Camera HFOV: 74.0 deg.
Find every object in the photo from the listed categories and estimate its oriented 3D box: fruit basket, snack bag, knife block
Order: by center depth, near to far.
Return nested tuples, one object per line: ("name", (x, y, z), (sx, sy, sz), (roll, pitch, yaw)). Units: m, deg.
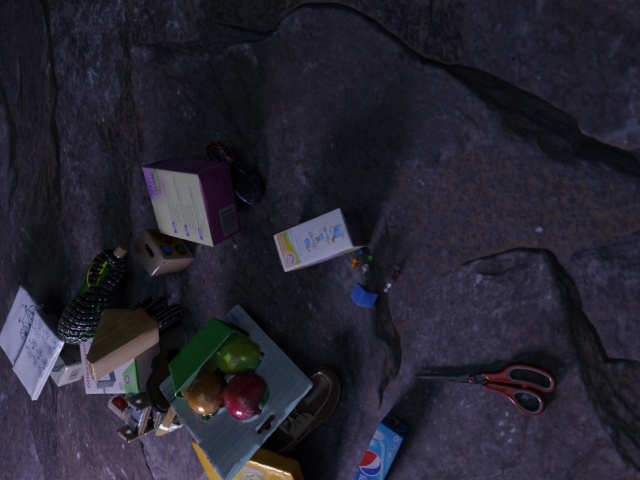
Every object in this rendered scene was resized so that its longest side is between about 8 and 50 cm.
("fruit basket", (-0.237, 0.398, 1.164), (0.353, 0.165, 0.327), (38, 82, 27))
("knife block", (-0.548, 0.288, 1.300), (0.242, 0.275, 0.088), (3, 127, -11))
("snack bag", (-1.111, 0.378, 1.611), (0.343, 0.037, 0.323), (41, 110, 21))

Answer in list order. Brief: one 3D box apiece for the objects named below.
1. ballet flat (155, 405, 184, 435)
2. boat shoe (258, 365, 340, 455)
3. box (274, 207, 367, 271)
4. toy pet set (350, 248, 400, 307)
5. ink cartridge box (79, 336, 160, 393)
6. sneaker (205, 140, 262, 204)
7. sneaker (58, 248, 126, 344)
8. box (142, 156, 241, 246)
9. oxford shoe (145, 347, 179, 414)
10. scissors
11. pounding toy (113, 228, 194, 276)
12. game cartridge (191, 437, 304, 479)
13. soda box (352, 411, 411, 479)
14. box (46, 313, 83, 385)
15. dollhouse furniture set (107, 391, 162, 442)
("ballet flat", (-0.443, 0.540, 1.327), (0.073, 0.080, 0.232), (34, 106, 11))
("boat shoe", (-0.063, 0.474, 1.138), (0.123, 0.116, 0.324), (40, 107, 21))
("box", (0.000, 0.000, 1.104), (0.203, 0.114, 0.103), (-21, 82, 24))
("toy pet set", (0.117, 0.102, 1.064), (0.122, 0.065, 0.114), (29, 108, 15))
("ink cartridge box", (-0.683, 0.411, 1.453), (0.273, 0.115, 0.198), (-12, 84, 27))
("sneaker", (-0.249, -0.196, 1.257), (0.083, 0.087, 0.221), (-37, 87, -11))
("sneaker", (-0.783, 0.195, 1.472), (0.146, 0.134, 0.343), (-4, 60, 58))
("box", (-0.372, -0.119, 1.237), (0.243, 0.117, 0.213), (11, 120, 32))
("oxford shoe", (-0.481, 0.428, 1.323), (0.096, 0.083, 0.227), (-36, 39, 14))
("scissors", (0.369, 0.309, 0.974), (0.298, 0.021, 0.108), (11, 98, 28))
("pounding toy", (-0.529, 0.014, 1.323), (0.094, 0.206, 0.181), (-46, 71, 20))
("game cartridge", (-0.180, 0.666, 1.167), (0.324, 0.052, 0.285), (4, 120, 28))
("soda box", (0.147, 0.543, 1.057), (0.067, 0.071, 0.209), (26, 102, 24))
("box", (-1.016, 0.417, 1.635), (0.275, 0.094, 0.113), (38, 108, 21))
("dollhouse furniture set", (-0.633, 0.548, 1.421), (0.184, 0.129, 0.129), (25, 101, 25))
